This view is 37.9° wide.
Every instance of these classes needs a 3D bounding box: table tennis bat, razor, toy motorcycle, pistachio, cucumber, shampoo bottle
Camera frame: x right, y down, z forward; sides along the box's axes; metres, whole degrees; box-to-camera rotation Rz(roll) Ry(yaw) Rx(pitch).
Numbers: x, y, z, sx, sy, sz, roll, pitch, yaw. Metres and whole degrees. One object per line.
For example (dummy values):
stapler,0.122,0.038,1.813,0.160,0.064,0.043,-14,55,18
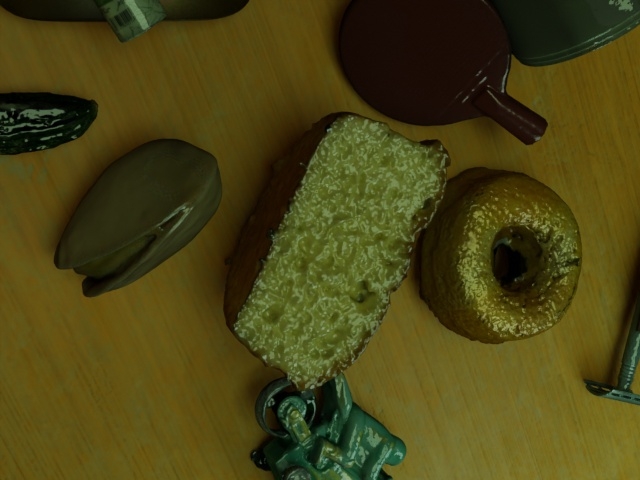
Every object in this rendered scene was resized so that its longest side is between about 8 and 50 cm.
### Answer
table tennis bat,0.164,-0.216,1.187,0.310,0.038,0.200,31,124,-21
razor,0.495,0.138,1.451,0.106,0.068,0.231,16,88,-26
toy motorcycle,0.023,0.297,1.260,0.198,0.109,0.296,-28,112,-17
pistachio,-0.209,-0.029,1.074,0.223,0.152,0.126,-38,118,10
cucumber,-0.379,-0.124,1.021,0.265,0.077,0.077,-4,103,-23
shampoo bottle,-0.241,-0.308,0.970,0.065,0.065,0.204,-37,112,-11

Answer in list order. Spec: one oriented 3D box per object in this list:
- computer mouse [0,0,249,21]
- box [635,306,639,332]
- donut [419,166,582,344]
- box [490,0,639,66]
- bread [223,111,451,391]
computer mouse,-0.218,-0.325,1.046,0.311,0.072,0.158,-5,101,-21
box,0.596,0.001,1.439,0.180,0.047,0.324,14,86,-24
donut,0.251,0.021,1.297,0.254,0.118,0.253,2,86,-23
box,0.313,-0.342,1.173,0.226,0.226,0.149,-39,113,-10
bread,0.000,0.000,1.147,0.194,0.179,0.340,25,94,-23
